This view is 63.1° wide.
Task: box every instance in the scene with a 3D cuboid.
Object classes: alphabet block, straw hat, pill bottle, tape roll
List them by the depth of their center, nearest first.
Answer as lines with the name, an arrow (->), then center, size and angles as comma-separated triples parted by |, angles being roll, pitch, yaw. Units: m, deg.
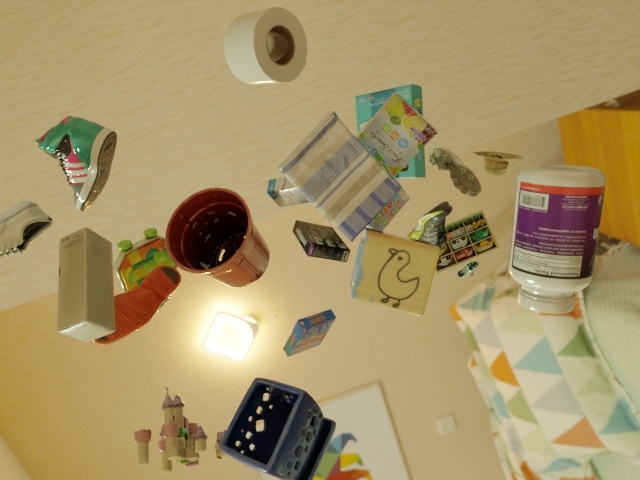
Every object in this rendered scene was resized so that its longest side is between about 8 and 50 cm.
pill bottle -> 0.533, -0.007, 1.192 | 0.181, 0.181, 0.323 | -116, 26, -74
alphabet block -> 0.194, 0.078, 1.422 | 0.193, 0.197, 0.192 | -68, -10, -83
straw hat -> 0.510, -0.220, 1.516 | 0.144, 0.144, 0.061 | -115, 27, -71
tape roll -> -0.189, -0.670, 1.813 | 0.169, 0.246, 0.246 | 12, 131, 43

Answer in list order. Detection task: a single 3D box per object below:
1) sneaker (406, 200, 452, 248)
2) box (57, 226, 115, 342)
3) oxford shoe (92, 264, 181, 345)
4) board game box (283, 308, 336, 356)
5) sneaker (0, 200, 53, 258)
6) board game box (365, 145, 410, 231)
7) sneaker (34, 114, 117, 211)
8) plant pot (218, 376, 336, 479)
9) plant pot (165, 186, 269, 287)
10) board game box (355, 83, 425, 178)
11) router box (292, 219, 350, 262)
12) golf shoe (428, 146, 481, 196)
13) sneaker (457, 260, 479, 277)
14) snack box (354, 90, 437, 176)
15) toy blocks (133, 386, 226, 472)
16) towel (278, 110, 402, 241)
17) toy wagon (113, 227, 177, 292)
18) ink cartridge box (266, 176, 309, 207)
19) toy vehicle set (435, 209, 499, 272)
sneaker -> 0.409, -0.035, 1.850 | 0.121, 0.111, 0.300 | 50, 160, 15
box -> -0.609, 0.114, 1.357 | 0.113, 0.094, 0.275 | 52, -160, -56
oxford shoe -> -0.574, 0.223, 1.626 | 0.130, 0.133, 0.364 | 40, -142, 4
board game box -> -0.044, 0.364, 2.043 | 0.047, 0.160, 0.210 | 56, 142, 28
sneaker -> -0.772, 0.001, 1.267 | 0.091, 0.258, 0.094 | 29, 144, 10
board game box -> 0.152, -0.140, 1.509 | 0.211, 0.160, 0.039 | 49, 165, -31
sneaker -> -0.667, -0.217, 1.394 | 0.295, 0.178, 0.124 | -54, 9, 38
plant pot -> -0.108, 0.559, 1.497 | 0.236, 0.236, 0.212 | -3, 140, 46
plant pot -> -0.294, 0.016, 1.627 | 0.265, 0.272, 0.272 | 56, -167, -63
board game box -> 0.264, -0.398, 1.985 | 0.079, 0.253, 0.336 | -9, -83, -50
router box -> 0.000, 0.000, 1.616 | 0.179, 0.133, 0.046 | -125, 50, -59
golf shoe -> 0.390, -0.201, 1.461 | 0.176, 0.086, 0.069 | 47, 132, 6
sneaker -> 0.586, 0.113, 2.023 | 0.069, 0.098, 0.038 | 9, -128, -44
snack box -> 0.223, -0.318, 1.602 | 0.174, 0.207, 0.070 | 39, -156, -10
toy blocks -> -0.534, 0.731, 2.047 | 0.289, 0.308, 0.260 | 74, -178, -59
towel -> 0.055, -0.164, 1.348 | 0.285, 0.209, 0.034 | 45, 176, -14
toy wagon -> -0.699, 0.081, 2.203 | 0.068, 0.344, 0.267 | 23, 133, 40
ink cartridge box -> -0.091, -0.154, 1.617 | 0.088, 0.122, 0.052 | 50, -142, -50
toy vehicle set -> 0.557, 0.006, 2.098 | 0.035, 0.266, 0.166 | 32, -145, -79
